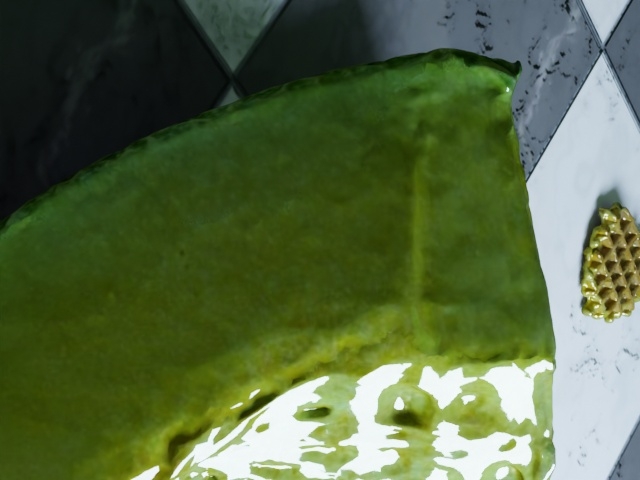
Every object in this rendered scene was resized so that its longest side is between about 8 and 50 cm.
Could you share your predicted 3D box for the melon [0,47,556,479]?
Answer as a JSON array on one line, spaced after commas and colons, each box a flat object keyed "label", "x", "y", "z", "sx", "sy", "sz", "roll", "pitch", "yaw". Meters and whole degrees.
[{"label": "melon", "x": -0.060, "y": 0.105, "z": 0.868, "sx": 0.344, "sy": 0.226, "sz": 0.331, "roll": -7, "pitch": 130, "yaw": -10}]

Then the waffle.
[{"label": "waffle", "x": 0.199, "y": 0.017, "z": 1.325, "sx": 0.085, "sy": 0.016, "sz": 0.078, "roll": 19, "pitch": 88, "yaw": -51}]
